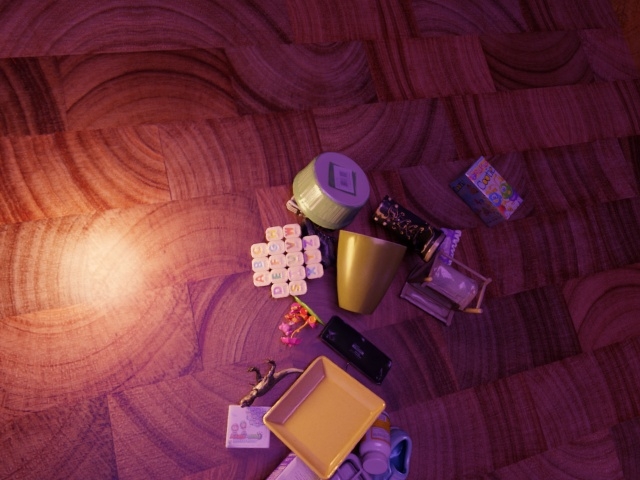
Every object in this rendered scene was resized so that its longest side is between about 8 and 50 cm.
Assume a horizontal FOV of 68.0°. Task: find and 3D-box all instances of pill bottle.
[{"bbox_3d":[0.200,0.734,1.737,0.117,0.118,0.208,24,30,-8],"label":"pill bottle"}]

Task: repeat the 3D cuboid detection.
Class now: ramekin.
[{"bbox_3d":[0.054,-0.212,1.925,0.303,0.148,0.304,17,54,-24],"label":"ramekin"}]

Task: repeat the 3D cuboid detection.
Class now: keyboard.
[{"bbox_3d":[0.123,0.467,1.885,0.317,0.033,0.202,39,63,-2],"label":"keyboard"}]

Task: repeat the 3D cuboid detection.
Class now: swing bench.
[{"bbox_3d":[0.508,0.198,1.948,0.253,0.255,0.165,32,61,-6],"label":"swing bench"}]

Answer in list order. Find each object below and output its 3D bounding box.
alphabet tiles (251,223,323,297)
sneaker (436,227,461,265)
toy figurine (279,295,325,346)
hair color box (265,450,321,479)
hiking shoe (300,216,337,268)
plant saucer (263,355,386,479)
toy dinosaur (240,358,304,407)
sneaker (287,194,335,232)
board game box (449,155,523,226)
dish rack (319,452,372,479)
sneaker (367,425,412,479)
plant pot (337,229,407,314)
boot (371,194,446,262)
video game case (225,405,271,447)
[{"bbox_3d":[-0.133,0.079,1.868,0.277,0.021,0.285,-8,79,5],"label":"alphabet tiles"},{"bbox_3d":[0.532,0.041,2.078,0.104,0.095,0.237,24,66,-1],"label":"sneaker"},{"bbox_3d":[-0.096,0.324,1.831,0.173,0.130,0.159,41,78,21],"label":"toy figurine"},{"bbox_3d":[-0.132,0.907,1.620,0.338,0.110,0.185,-36,87,-38],"label":"hair color box"},{"bbox_3d":[0.000,0.000,1.954,0.114,0.086,0.227,-27,93,-29],"label":"hiking shoe"},{"bbox_3d":[0.018,0.635,1.715,0.332,0.081,0.332,29,63,36],"label":"plant saucer"},{"bbox_3d":[-0.199,0.511,1.771,0.268,0.064,0.118,-28,99,-21],"label":"toy dinosaur"},{"bbox_3d":[-0.015,-0.140,1.976,0.228,0.086,0.132,32,68,-4],"label":"sneaker"},{"bbox_3d":[0.756,-0.221,2.173,0.275,0.144,0.142,47,69,-1],"label":"board game box"},{"bbox_3d":[0.090,0.943,1.621,0.285,0.072,0.333,-32,87,-38],"label":"dish rack"},{"bbox_3d":[0.245,0.878,1.748,0.135,0.150,0.366,19,72,-9],"label":"sneaker"},{"bbox_3d":[0.173,0.135,1.884,0.274,0.275,0.294,14,90,-11],"label":"plant pot"},{"bbox_3d":[0.350,-0.056,1.927,0.284,0.377,0.138,35,104,1],"label":"boot"},{"bbox_3d":[-0.260,0.680,1.732,0.157,0.019,0.143,6,74,-13],"label":"video game case"}]
